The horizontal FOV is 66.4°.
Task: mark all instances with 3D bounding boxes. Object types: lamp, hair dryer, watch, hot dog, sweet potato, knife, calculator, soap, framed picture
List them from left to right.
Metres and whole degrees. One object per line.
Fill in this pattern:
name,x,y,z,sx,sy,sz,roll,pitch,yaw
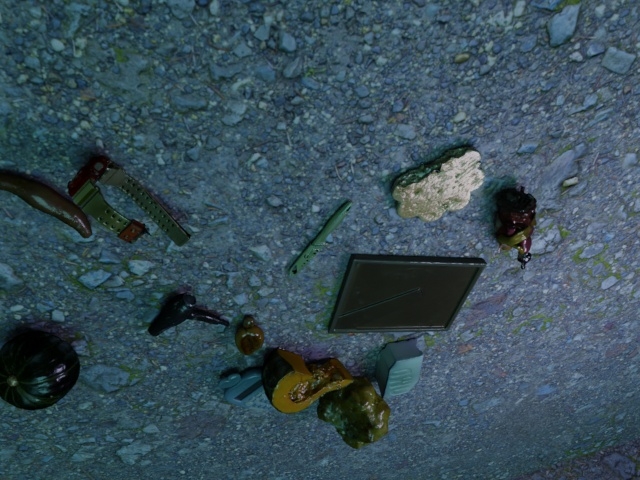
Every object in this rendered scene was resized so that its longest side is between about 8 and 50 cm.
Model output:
sweet potato,-0.607,-0.090,1.062,0.255,0.058,0.078,33,136,-30
watch,-0.407,-0.062,1.052,0.102,0.165,0.268,-38,107,17
hair dryer,-0.360,0.231,1.406,0.219,0.075,0.195,22,131,-38
hot dog,-0.219,0.292,1.493,0.089,0.060,0.140,-18,139,-6
calculator,-0.220,0.517,1.691,0.188,0.042,0.302,-38,129,18
knife,0.000,0.001,1.329,0.043,0.020,0.293,24,120,-33
soap,0.280,0.464,1.751,0.145,0.091,0.231,-8,130,-8
framed picture,0.266,0.178,1.547,0.445,0.028,0.326,3,129,-17
lamp,0.555,-0.028,1.401,0.118,0.118,0.253,-19,135,1

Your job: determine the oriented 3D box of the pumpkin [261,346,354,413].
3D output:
pumpkin,-0.054,0.427,1.587,0.280,0.139,0.190,-25,120,-13

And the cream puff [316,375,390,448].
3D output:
cream puff,0.125,0.595,1.748,0.281,0.185,0.282,13,118,26

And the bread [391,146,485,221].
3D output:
bread,0.310,-0.136,1.284,0.250,0.039,0.182,-26,132,7

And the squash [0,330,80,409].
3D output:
squash,-0.753,0.344,1.301,0.218,0.218,0.172,-34,165,14
